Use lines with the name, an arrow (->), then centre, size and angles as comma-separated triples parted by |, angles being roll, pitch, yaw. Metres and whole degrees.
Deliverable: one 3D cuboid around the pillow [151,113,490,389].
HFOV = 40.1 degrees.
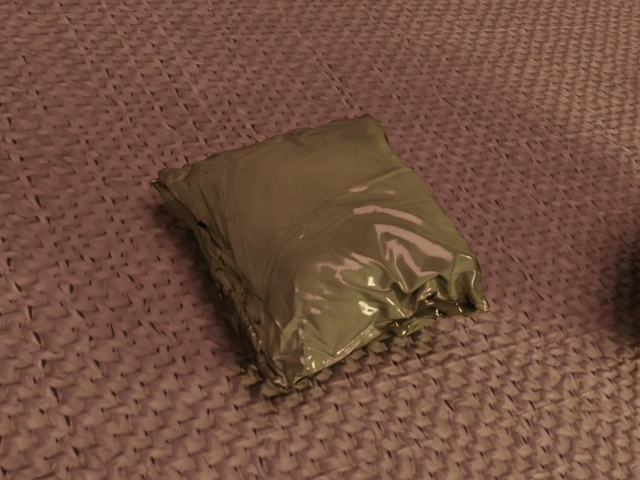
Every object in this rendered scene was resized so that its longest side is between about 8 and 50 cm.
pillow -> 0.000, 0.000, 0.931 | 0.284, 0.138, 0.310 | -15, 54, -23
